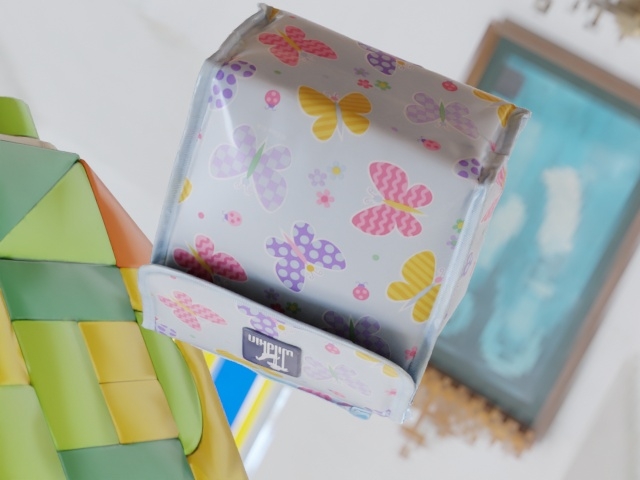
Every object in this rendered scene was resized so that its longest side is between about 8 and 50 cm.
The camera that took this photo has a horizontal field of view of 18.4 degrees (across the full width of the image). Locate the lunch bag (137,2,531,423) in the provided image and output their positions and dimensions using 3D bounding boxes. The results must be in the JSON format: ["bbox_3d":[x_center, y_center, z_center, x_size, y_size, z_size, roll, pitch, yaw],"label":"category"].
[{"bbox_3d":[0.000,0.000,0.448,0.071,0.083,0.053,24,-147,5],"label":"lunch bag"}]

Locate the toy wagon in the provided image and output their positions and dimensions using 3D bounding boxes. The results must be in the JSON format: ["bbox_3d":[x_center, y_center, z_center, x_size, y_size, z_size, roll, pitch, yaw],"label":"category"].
[{"bbox_3d":[-0.130,0.067,0.682,0.344,0.068,0.267,8,-120,-69],"label":"toy wagon"}]
